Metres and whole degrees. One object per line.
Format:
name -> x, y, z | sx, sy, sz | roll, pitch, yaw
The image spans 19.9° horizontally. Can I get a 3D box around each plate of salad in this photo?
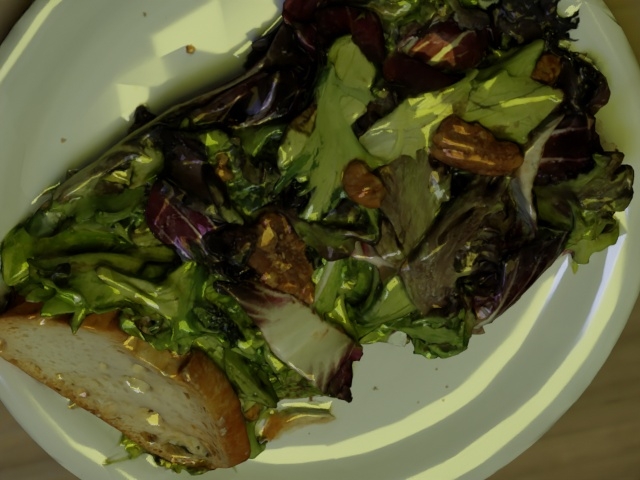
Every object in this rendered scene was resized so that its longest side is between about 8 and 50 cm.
plate of salad -> 0.000, 0.000, 0.496 | 0.199, 0.048, 0.200 | -4, 113, -9
